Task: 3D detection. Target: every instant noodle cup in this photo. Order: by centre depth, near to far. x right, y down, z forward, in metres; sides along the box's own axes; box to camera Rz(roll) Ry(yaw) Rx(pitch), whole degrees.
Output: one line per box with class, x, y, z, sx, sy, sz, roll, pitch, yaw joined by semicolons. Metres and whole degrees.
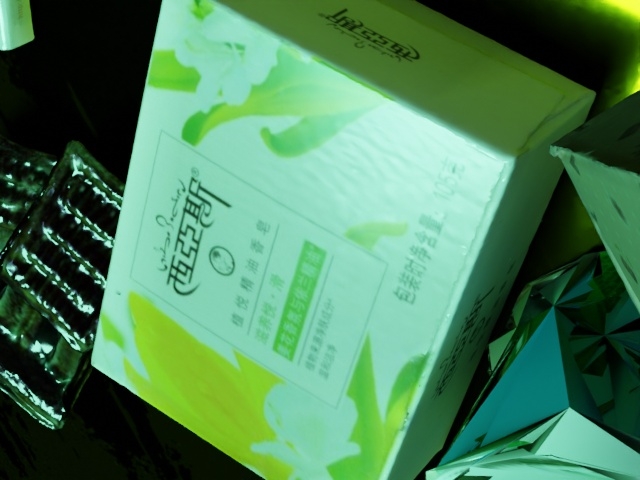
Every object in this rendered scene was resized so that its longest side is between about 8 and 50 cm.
instant noodle cup;0.152;0.134;0.611;0.240;0.178;0.240;15;121;26

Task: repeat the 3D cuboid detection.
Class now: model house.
model house;-0.172;0.001;0.805;0.165;0.106;0.152;39;131;5

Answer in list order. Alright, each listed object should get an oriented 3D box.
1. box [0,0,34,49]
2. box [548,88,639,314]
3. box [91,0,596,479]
box;-0.234;-0.230;0.774;0.122;0.032;0.220;15;121;27
box;0.255;0.000;0.382;0.297;0.190;0.225;-30;96;3
box;0.000;0.000;0.689;0.194;0.111;0.260;30;129;18
